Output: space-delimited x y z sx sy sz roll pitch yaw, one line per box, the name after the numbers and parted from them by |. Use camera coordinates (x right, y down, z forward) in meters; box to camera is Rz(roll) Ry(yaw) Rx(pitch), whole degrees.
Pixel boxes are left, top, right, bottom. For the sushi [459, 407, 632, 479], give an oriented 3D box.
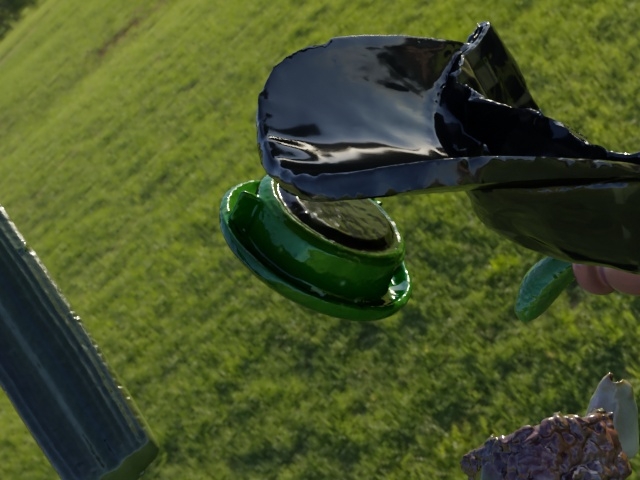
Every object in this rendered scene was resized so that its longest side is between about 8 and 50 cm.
0.341 0.375 1.413 0.270 0.236 0.171 131 127 -59 | sushi

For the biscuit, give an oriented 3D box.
-0.265 0.094 0.835 0.099 0.322 0.038 -36 -19 -7 | biscuit

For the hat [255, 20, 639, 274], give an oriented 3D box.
0.147 -0.054 0.823 0.381 0.257 0.366 -21 36 -11 | hat

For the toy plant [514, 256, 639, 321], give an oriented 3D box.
0.582 0.035 1.953 0.356 0.210 0.317 6 83 44 | toy plant

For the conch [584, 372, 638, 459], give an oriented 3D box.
0.481 0.309 1.514 0.094 0.104 0.176 36 -123 -79 | conch

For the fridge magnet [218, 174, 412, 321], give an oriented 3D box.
0.000 0.000 0.888 0.088 0.208 0.208 -60 15 27 | fridge magnet
